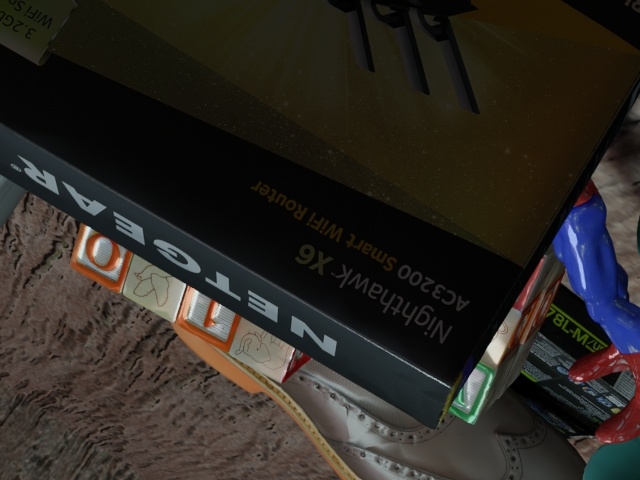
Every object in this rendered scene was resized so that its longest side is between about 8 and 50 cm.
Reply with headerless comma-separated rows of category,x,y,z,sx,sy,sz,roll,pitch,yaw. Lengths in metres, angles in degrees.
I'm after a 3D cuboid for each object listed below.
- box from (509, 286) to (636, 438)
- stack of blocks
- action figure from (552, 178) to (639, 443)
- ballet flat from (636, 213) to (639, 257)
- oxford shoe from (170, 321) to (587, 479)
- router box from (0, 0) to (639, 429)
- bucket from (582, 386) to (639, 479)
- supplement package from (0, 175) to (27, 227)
box,0.147,0.076,1.424,0.190,0.045,0.184,37,164,-11
stack of blocks,0.000,0.000,1.252,0.297,0.087,0.171,27,118,15
action figure,0.107,-0.001,1.073,0.091,0.139,0.280,-110,4,-54
ballet flat,0.238,-0.013,0.992,0.077,0.091,0.241,7,170,-11
oxford shoe,0.050,0.099,1.382,0.363,0.130,0.133,32,151,1
router box,-0.012,-0.094,0.930,0.309,0.243,0.081,30,162,8
bucket,0.291,0.176,1.102,0.183,0.281,0.281,34,162,-18
supplement package,-0.294,-0.086,1.496,0.149,0.194,0.203,34,161,-3
